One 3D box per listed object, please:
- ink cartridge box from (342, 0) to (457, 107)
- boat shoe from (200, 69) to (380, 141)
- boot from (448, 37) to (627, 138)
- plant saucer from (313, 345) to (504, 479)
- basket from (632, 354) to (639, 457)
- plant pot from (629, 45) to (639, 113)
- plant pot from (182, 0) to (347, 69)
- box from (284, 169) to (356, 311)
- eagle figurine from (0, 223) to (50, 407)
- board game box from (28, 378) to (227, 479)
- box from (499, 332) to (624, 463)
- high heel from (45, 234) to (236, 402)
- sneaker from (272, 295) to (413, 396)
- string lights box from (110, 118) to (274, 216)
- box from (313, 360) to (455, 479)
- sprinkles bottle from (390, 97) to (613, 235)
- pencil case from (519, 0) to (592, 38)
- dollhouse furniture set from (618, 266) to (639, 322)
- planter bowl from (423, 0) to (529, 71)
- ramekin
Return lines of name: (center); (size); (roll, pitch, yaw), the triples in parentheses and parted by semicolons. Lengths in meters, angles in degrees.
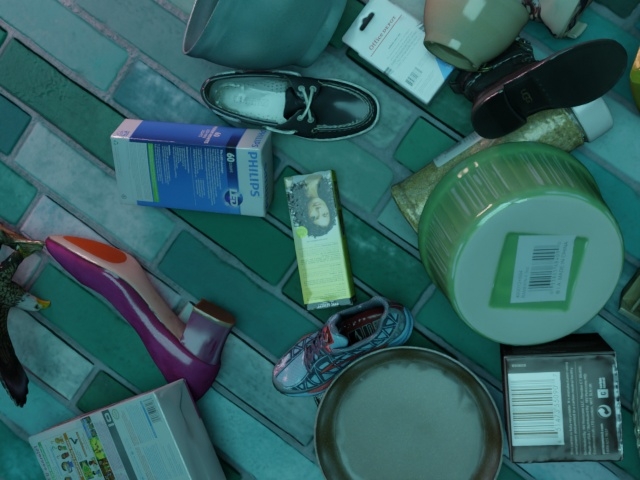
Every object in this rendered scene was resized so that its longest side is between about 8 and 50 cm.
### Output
ink cartridge box: (0.137, -0.317, 1.566); (0.180, 0.060, 0.104); (38, 97, 6)
boat shoe: (-0.053, -0.227, 1.587); (0.303, 0.091, 0.114); (3, 94, 10)
boot: (0.323, -0.268, 1.457); (0.263, 0.229, 0.091); (-23, 116, 16)
plant saucer: (0.146, 0.324, 1.560); (0.311, 0.050, 0.310); (1, 94, 10)
basket: (0.637, 0.243, 1.356); (0.329, 0.266, 0.331); (0, 122, 9)
plant pot: (0.576, -0.265, 1.388); (0.212, 0.187, 0.212); (24, 98, 41)
plant pot: (-0.073, -0.394, 1.510); (0.196, 0.293, 0.293); (22, 97, -20)
box: (0.000, 0.000, 1.608); (0.087, 0.058, 0.232); (-10, 92, 10)
eagle figurine: (-0.580, 0.122, 1.650); (0.225, 0.226, 0.298); (20, 91, -12)
board game box: (-0.331, 0.389, 1.625); (0.303, 0.097, 0.224); (-22, 90, 26)
box: (0.372, 0.242, 1.483); (0.167, 0.203, 0.168); (-4, 92, 10)
high heel: (-0.342, 0.135, 1.645); (0.377, 0.127, 0.181); (29, 104, 11)
sneaker: (0.021, 0.164, 1.570); (0.262, 0.125, 0.104); (-32, 60, 6)
string lights box: (-0.214, -0.123, 1.602); (0.260, 0.076, 0.133); (6, 123, 9)
box: (0.109, 0.314, 1.612); (0.191, 0.045, 0.184); (-22, 88, 10)
sprinkles bottle: (0.289, -0.134, 1.520); (0.355, 0.121, 0.121); (-34, 87, 10)
pencil case: (0.257, -0.466, 1.492); (0.410, 0.183, 0.159); (28, 69, 7)
dollhouse furniture set: (0.584, 0.051, 1.494); (0.129, 0.129, 0.183); (32, 122, 6)
planter bowl: (0.225, -0.330, 1.460); (0.162, 0.162, 0.109); (28, 89, 7)
ramekin: (0.312, 0.014, 1.446); (0.304, 0.148, 0.303); (-3, 117, -6)
